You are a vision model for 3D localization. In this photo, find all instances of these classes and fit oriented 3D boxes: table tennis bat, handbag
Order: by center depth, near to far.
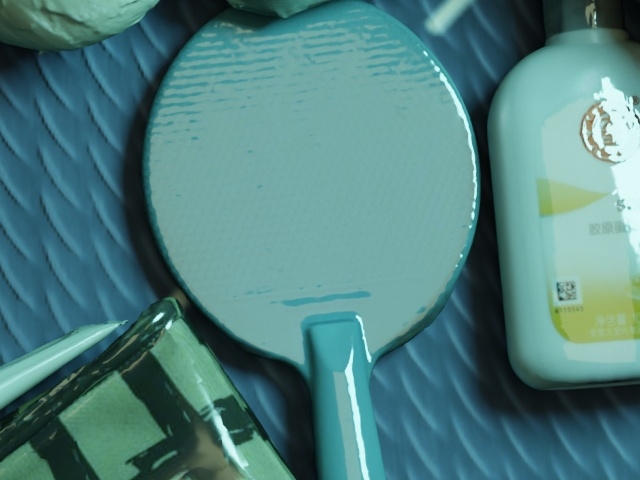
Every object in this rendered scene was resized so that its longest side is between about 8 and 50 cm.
[{"bbox_3d":[-0.122,0.252,1.096,0.327,0.162,0.325,-35,85,-5],"label":"handbag"},{"bbox_3d":[0.000,0.000,1.206,0.215,0.044,0.329,-6,80,-8],"label":"table tennis bat"}]

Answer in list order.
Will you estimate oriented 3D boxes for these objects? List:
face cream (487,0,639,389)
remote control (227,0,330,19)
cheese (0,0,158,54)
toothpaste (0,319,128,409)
[{"bbox_3d":[0.178,-0.053,1.218,0.144,0.071,0.291,-2,81,-7],"label":"face cream"},{"bbox_3d":[0.040,-0.209,1.220,0.247,0.052,0.104,-18,54,-9],"label":"remote control"},{"bbox_3d":[-0.157,-0.203,1.154,0.154,0.189,0.198,44,79,-32],"label":"cheese"},{"bbox_3d":[-0.210,0.098,1.128,0.218,0.052,0.033,-31,100,-28],"label":"toothpaste"}]
